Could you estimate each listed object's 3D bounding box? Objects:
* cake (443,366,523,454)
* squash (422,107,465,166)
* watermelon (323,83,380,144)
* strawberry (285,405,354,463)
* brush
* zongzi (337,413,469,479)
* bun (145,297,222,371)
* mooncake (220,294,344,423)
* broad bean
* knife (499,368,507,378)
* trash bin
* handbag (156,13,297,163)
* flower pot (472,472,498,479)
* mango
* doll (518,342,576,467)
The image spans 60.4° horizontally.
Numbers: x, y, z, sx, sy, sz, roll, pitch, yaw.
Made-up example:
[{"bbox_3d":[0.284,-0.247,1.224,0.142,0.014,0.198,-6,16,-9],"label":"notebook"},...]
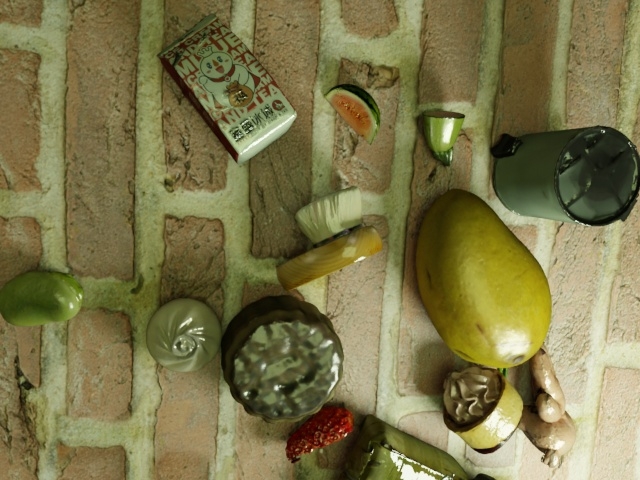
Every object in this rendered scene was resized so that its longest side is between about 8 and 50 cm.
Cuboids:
[{"bbox_3d":[0.377,0.404,1.371,0.178,0.185,0.208,34,101,-10],"label":"cake"},{"bbox_3d":[0.291,-0.245,1.337,0.105,0.105,0.132,-3,116,-10],"label":"squash"},{"bbox_3d":[0.095,-0.314,1.291,0.163,0.069,0.087,43,87,-10],"label":"watermelon"},{"bbox_3d":[-0.007,0.463,1.339,0.188,0.121,0.082,-23,81,-8],"label":"strawberry"},{"bbox_3d":[0.000,0.000,1.272,0.266,0.174,0.166,-26,88,9],"label":"brush"},{"bbox_3d":[0.170,0.661,1.372,0.323,0.160,0.360,30,90,-12],"label":"zongzi"},{"bbox_3d":[-0.309,0.219,1.253,0.172,0.120,0.173,-1,97,-13],"label":"bun"},{"bbox_3d":[-0.086,0.279,1.280,0.290,0.161,0.290,-1,98,-9],"label":"mooncake"},{"bbox_3d":[-0.609,0.128,1.202,0.174,0.082,0.124,-2,99,-12],"label":"broad bean"},{"bbox_3d":[0.492,0.432,1.481,0.054,0.015,0.212,2,96,-11],"label":"knife"},{"bbox_3d":[0.572,-0.152,1.301,0.277,0.262,0.217,35,90,-13],"label":"trash bin"},{"bbox_3d":[-0.202,-0.334,1.201,0.171,0.151,0.298,-37,95,-9],"label":"handbag"},{"bbox_3d":[0.427,0.744,1.379,0.213,0.302,0.302,42,88,0],"label":"flower pot"},{"bbox_3d":[0.385,0.089,1.320,0.301,0.220,0.445,-19,96,-6],"label":"mango"},{"bbox_3d":[0.560,0.412,1.435,0.156,0.201,0.303,-14,94,29],"label":"doll"}]
